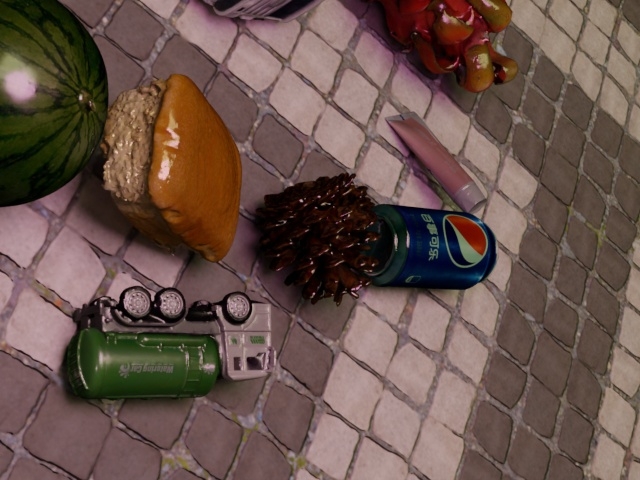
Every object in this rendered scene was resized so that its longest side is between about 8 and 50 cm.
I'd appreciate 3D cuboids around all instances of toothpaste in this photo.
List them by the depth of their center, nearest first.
[{"bbox_3d":[0.175,-0.121,1.639,0.067,0.043,0.194,-18,63,-40],"label":"toothpaste"}]

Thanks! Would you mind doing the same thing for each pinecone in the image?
[{"bbox_3d":[0.004,0.005,1.410,0.163,0.163,0.165,-30,104,-41],"label":"pinecone"}]

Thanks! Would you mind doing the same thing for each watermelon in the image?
[{"bbox_3d":[-0.340,-0.153,1.131,0.242,0.242,0.242,14,66,-35],"label":"watermelon"}]

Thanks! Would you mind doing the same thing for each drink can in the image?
[{"bbox_3d":[0.151,0.011,1.549,0.205,0.118,0.118,4,72,-39],"label":"drink can"}]

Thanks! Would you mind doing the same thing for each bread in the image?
[{"bbox_3d":[-0.166,-0.079,1.260,0.245,0.121,0.174,66,20,-66],"label":"bread"}]

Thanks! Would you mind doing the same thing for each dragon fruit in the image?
[{"bbox_3d":[0.177,-0.378,1.653,0.243,0.227,0.307,-3,89,-37],"label":"dragon fruit"}]

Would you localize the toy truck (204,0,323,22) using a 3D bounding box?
[{"bbox_3d":[-0.080,-0.495,1.511,0.207,0.173,0.388,3,70,-48],"label":"toy truck"}]

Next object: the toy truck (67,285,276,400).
[{"bbox_3d":[-0.173,0.121,1.261,0.242,0.101,0.125,3,77,-35],"label":"toy truck"}]
